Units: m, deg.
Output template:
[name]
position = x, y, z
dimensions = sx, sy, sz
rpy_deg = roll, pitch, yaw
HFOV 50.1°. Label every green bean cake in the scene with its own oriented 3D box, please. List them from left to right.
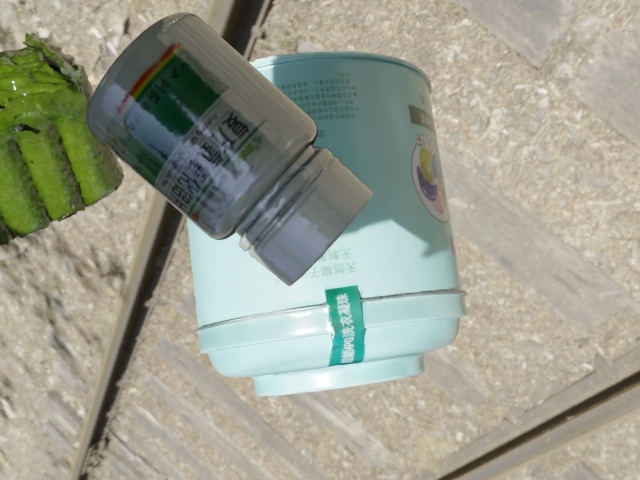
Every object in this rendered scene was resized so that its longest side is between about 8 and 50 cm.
[green bean cake]
position = -0.494, -0.143, 1.003
dimensions = 0.335, 0.319, 0.218
rpy_deg = 33, 145, 45

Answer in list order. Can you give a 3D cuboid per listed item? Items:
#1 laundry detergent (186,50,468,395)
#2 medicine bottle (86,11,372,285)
[laundry detergent]
position = 0.000, 0.000, 0.733
dimensions = 0.287, 0.287, 0.305
rpy_deg = -18, 77, 48
[medicine bottle]
position = -0.043, -0.043, 0.345
dimensions = 0.130, 0.080, 0.080
rpy_deg = 42, 141, -2
